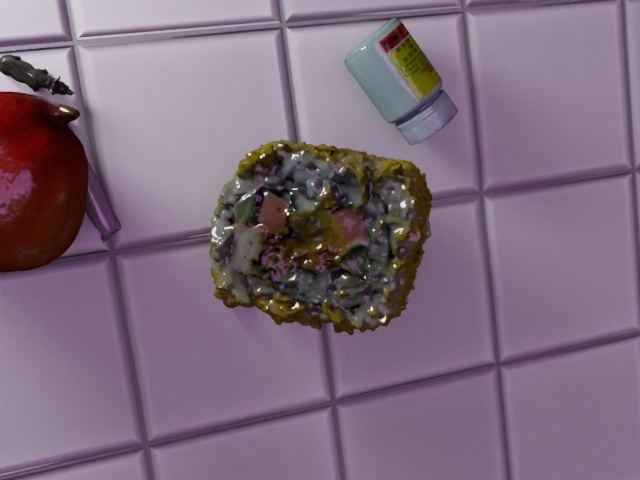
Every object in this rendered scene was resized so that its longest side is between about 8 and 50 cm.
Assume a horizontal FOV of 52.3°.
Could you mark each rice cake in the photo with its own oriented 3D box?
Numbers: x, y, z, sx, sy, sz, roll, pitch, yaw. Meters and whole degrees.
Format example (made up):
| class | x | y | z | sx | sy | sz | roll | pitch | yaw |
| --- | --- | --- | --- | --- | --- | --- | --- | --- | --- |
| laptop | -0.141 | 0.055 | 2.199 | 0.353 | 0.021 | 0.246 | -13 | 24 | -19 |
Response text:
| class | x | y | z | sx | sy | sz | roll | pitch | yaw |
| --- | --- | --- | --- | --- | --- | --- | --- | --- | --- |
| rice cake | -0.449 | -0.126 | 1.219 | 0.055 | 0.049 | 0.270 | -27 | 101 | -24 |

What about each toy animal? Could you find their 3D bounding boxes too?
| class | x | y | z | sx | sy | sz | roll | pitch | yaw |
| --- | --- | --- | --- | --- | --- | --- | --- | --- | --- |
| toy animal | -0.513 | -0.293 | 1.176 | 0.135 | 0.065 | 0.047 | 27 | 90 | -17 |

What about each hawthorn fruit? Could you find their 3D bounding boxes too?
| class | x | y | z | sx | sy | sz | roll | pitch | yaw |
| --- | --- | --- | --- | --- | --- | --- | --- | --- | --- |
| hawthorn fruit | -0.536 | -0.098 | 1.081 | 0.295 | 0.295 | 0.311 | 6 | 113 | -15 |

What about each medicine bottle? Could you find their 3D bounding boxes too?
| class | x | y | z | sx | sy | sz | roll | pitch | yaw |
| --- | --- | --- | --- | --- | --- | --- | --- | --- | --- |
| medicine bottle | 0.163 | -0.316 | 1.310 | 0.139 | 0.139 | 0.225 | -40 | 104 | -7 |

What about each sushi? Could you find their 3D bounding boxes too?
| class | x | y | z | sx | sy | sz | roll | pitch | yaw |
| --- | --- | --- | --- | --- | --- | --- | --- | --- | --- |
| sushi | 0.000 | 0.000 | 1.205 | 0.396 | 0.240 | 0.351 | 11 | 99 | 8 |

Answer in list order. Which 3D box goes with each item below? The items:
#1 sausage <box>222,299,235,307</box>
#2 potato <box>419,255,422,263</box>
| class | x | y | z | sx | sy | sz | roll | pitch | yaw |
| --- | --- | --- | --- | --- | --- | --- | --- | --- | --- |
| sausage | -0.190 | 0.059 | 1.314 | 0.036 | 0.042 | 0.158 | -3 | 96 | 24 |
| potato | 0.146 | -0.004 | 1.356 | 0.118 | 0.109 | 0.178 | -20 | 101 | 3 |
